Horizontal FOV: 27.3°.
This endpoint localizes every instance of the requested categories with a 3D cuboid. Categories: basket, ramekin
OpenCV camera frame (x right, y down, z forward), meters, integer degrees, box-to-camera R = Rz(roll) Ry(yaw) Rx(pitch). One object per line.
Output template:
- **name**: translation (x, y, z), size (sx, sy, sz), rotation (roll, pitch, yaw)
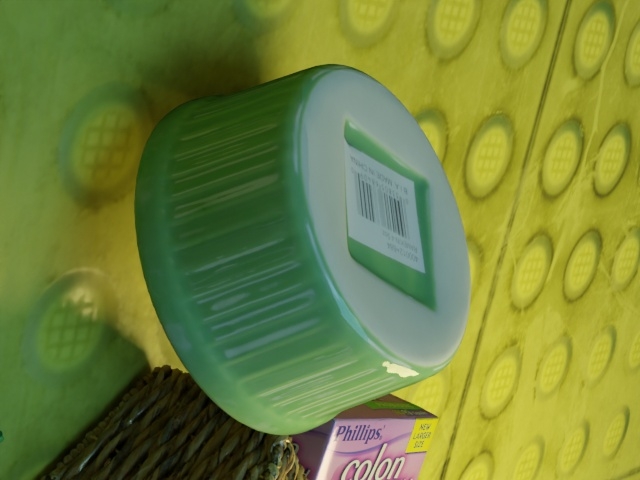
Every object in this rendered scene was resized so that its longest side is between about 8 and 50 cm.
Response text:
- **basket**: translation (-0.135, 0.302, 1.155), size (0.299, 0.213, 0.223), rotation (-45, 139, -30)
- **ramekin**: translation (0.000, 0.000, 1.107), size (0.303, 0.148, 0.303), rotation (34, 46, -44)

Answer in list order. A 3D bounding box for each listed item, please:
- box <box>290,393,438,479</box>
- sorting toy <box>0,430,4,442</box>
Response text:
- **box**: translation (-0.007, 0.279, 1.407), size (0.213, 0.117, 0.243), rotation (11, 98, -56)
- **sorting toy**: translation (-0.279, 0.154, 1.026), size (0.061, 0.042, 0.102), rotation (-21, 124, -48)
